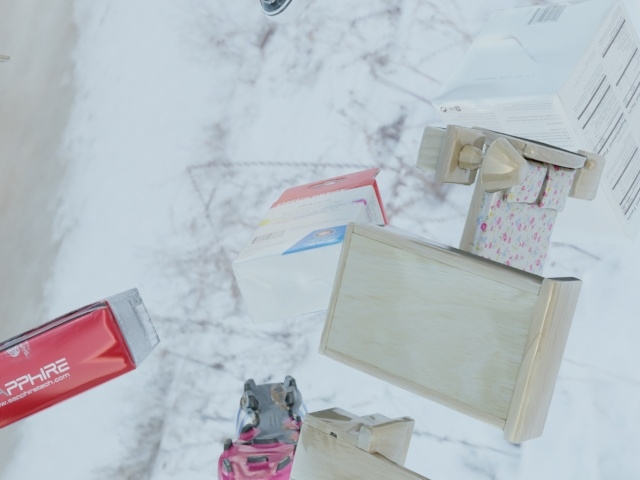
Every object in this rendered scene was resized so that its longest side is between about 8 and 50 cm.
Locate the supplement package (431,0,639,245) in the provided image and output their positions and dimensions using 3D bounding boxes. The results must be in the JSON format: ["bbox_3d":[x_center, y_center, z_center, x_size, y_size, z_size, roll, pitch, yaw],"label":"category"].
[{"bbox_3d":[0.323,-0.155,1.594,0.199,0.262,0.198,3,48,44],"label":"supplement package"}]

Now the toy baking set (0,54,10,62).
[{"bbox_3d":[-0.435,-0.163,1.135,0.197,0.256,0.030,-176,87,-65],"label":"toy baking set"}]

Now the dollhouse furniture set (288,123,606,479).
[{"bbox_3d":[0.174,0.075,0.978,0.174,0.356,0.303,20,101,34],"label":"dollhouse furniture set"}]

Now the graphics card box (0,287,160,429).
[{"bbox_3d":[-0.329,0.146,1.458,0.233,0.094,0.371,-24,2,-4],"label":"graphics card box"}]

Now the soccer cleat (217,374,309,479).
[{"bbox_3d":[-0.055,0.281,1.482,0.331,0.116,0.143,-82,-14,-76],"label":"soccer cleat"}]

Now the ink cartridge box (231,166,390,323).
[{"bbox_3d":[0.000,0.000,1.360,0.134,0.078,0.231,-12,20,19],"label":"ink cartridge box"}]

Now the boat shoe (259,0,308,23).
[{"bbox_3d":[-0.050,-0.467,1.692,0.113,0.105,0.306,26,105,41],"label":"boat shoe"}]
